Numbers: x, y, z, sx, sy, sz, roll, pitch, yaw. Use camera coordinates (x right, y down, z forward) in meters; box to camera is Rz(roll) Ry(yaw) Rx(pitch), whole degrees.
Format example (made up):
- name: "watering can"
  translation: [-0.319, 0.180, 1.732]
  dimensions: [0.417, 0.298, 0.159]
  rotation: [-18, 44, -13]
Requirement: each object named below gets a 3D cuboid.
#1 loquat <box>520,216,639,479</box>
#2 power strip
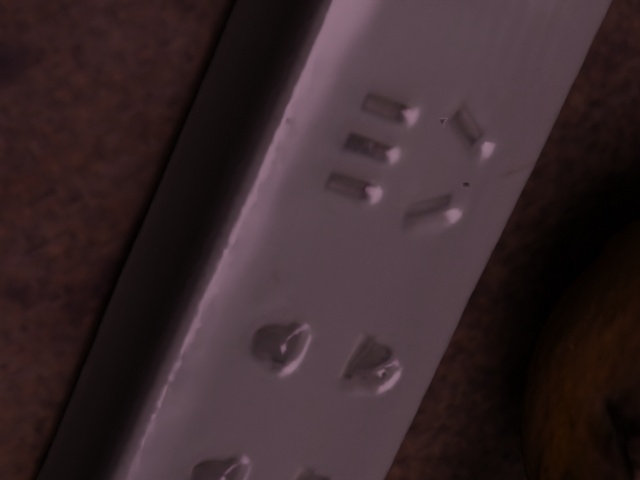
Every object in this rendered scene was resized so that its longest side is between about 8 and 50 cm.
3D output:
- name: "loquat"
  translation: [0.141, 0.067, 0.468]
  dimensions: [0.204, 0.149, 0.172]
  rotation: [-26, 120, 9]
- name: "power strip"
  translation: [0.000, 0.000, 0.440]
  dimensions: [0.091, 0.062, 0.385]
  rotation: [17, 106, -27]
